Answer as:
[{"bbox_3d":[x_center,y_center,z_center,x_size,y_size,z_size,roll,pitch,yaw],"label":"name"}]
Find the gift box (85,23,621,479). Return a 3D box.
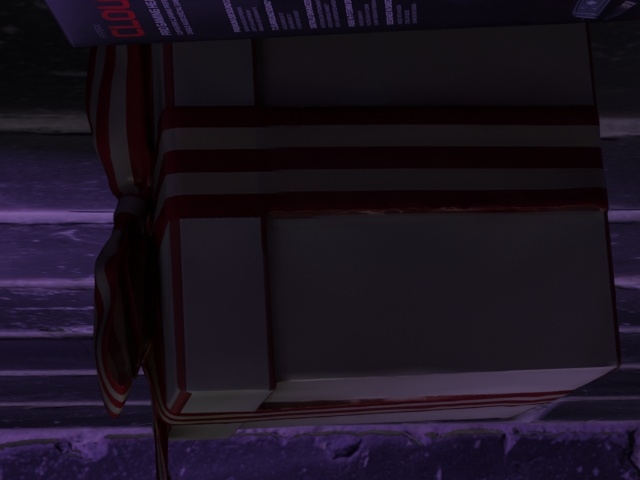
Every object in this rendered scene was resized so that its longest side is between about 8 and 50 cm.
[{"bbox_3d":[0.000,0.000,0.994,0.258,0.255,0.276,-1,163,-10],"label":"gift box"}]

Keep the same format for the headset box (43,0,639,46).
[{"bbox_3d":[0.001,-0.158,0.638,0.293,0.110,0.218,-2,167,3],"label":"headset box"}]
